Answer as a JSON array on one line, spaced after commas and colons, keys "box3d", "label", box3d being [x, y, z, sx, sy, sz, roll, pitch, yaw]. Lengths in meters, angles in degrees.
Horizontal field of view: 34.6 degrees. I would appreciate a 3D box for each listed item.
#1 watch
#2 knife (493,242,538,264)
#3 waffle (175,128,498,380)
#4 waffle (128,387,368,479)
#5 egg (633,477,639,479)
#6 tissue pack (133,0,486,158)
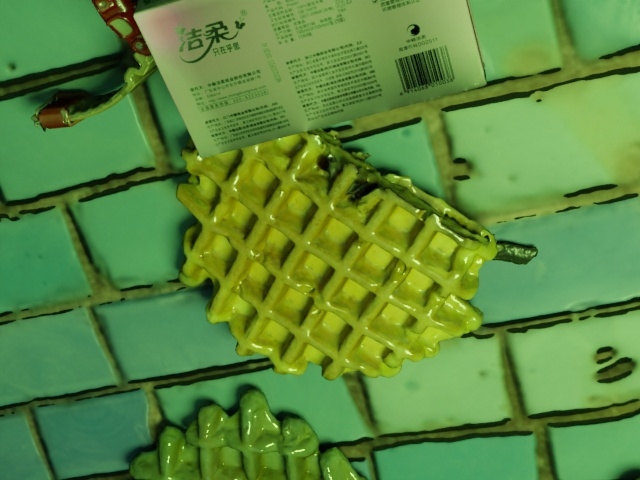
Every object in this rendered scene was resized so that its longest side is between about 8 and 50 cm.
[{"box3d": [-0.249, -0.178, 0.919, 0.268, 0.102, 0.165, -30, 104, 30], "label": "watch"}, {"box3d": [0.088, 0.018, 0.951, 0.222, 0.021, 0.046, 3, 110, 12], "label": "knife"}, {"box3d": [0.000, 0.001, 0.926, 0.309, 0.065, 0.283, -10, 103, 19], "label": "waffle"}, {"box3d": [-0.066, 0.316, 1.089, 0.309, 0.056, 0.292, 44, 114, -8], "label": "waffle"}, {"box3d": [0.320, 0.268, 0.968, 0.080, 0.080, 0.096, -14, 94, 18], "label": "egg"}, {"box3d": [-0.005, -0.175, 0.818, 0.246, 0.092, 0.149, -13, 129, 11], "label": "tissue pack"}]
